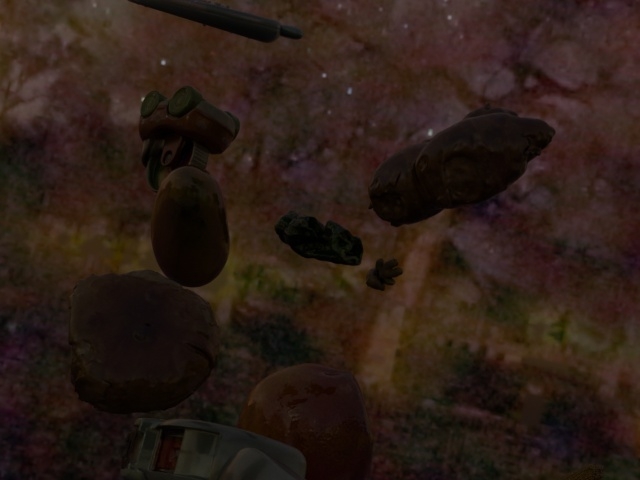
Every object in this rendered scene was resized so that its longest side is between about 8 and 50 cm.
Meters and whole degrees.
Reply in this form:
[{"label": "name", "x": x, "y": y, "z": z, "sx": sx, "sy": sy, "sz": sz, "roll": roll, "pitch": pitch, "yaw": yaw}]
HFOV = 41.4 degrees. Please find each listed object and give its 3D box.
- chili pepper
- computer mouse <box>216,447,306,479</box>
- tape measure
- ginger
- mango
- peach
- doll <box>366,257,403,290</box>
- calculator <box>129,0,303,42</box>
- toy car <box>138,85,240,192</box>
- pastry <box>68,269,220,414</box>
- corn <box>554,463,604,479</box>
[{"label": "chili pepper", "x": -0.001, "y": -0.001, "z": 1.706, "sx": 0.099, "sy": 0.083, "sz": 0.253, "roll": 49, "pitch": -17, "yaw": -32}, {"label": "computer mouse", "x": -0.062, "y": 0.369, "z": 1.126, "sx": 0.231, "sy": 0.128, "sz": 0.079, "roll": 27, "pitch": -2, "yaw": 39}, {"label": "tape measure", "x": -0.166, "y": 0.365, "z": 1.345, "sx": 0.243, "sy": 0.125, "sz": 0.246, "roll": 22, "pitch": -21, "yaw": -27}, {"label": "ginger", "x": 0.270, "y": -0.151, "z": 1.631, "sx": 0.357, "sy": 0.152, "sz": 0.274, "roll": -20, "pitch": 10, "yaw": 44}, {"label": "mango", "x": -0.235, "y": -0.033, "z": 1.531, "sx": 0.139, "sy": 0.254, "sz": 0.175, "roll": -16, "pitch": 44, "yaw": -28}, {"label": "peach", "x": -0.030, "y": 0.422, "z": 1.829, "sx": 0.308, "sy": 0.332, "sz": 0.308, "roll": 29, "pitch": 5, "yaw": -3}, {"label": "doll", "x": 0.130, "y": 0.066, "z": 1.726, "sx": 0.093, "sy": 0.061, "sz": 0.051, "roll": -34, "pitch": -10, "yaw": 29}, {"label": "calculator", "x": -0.167, "y": -0.362, "z": 1.371, "sx": 0.299, "sy": 0.041, "sz": 0.185, "roll": 10, "pitch": 13, "yaw": -24}, {"label": "toy car", "x": -0.299, "y": -0.193, "z": 1.775, "sx": 0.235, "sy": 0.235, "sz": 0.145, "roll": 9, "pitch": -16, "yaw": 46}, {"label": "pastry", "x": -0.249, "y": 0.135, "z": 1.145, "sx": 0.218, "sy": 0.229, "sz": 0.100, "roll": 29, "pitch": -36, "yaw": 5}, {"label": "corn", "x": 0.374, "y": 0.346, "z": 1.229, "sx": 0.083, "sy": 0.027, "sz": 0.028, "roll": -26, "pitch": -11, "yaw": 7}]
